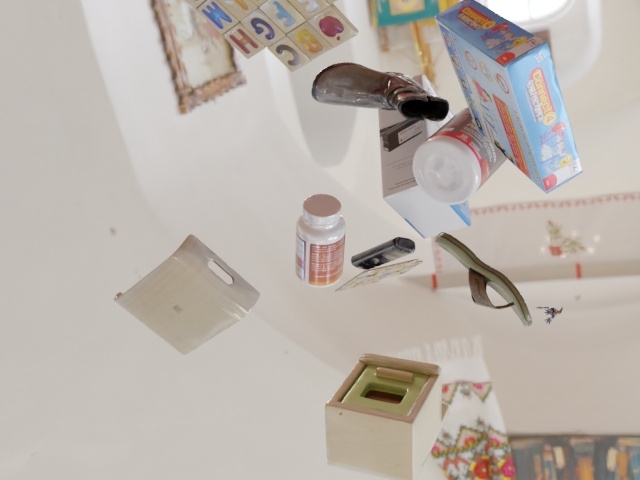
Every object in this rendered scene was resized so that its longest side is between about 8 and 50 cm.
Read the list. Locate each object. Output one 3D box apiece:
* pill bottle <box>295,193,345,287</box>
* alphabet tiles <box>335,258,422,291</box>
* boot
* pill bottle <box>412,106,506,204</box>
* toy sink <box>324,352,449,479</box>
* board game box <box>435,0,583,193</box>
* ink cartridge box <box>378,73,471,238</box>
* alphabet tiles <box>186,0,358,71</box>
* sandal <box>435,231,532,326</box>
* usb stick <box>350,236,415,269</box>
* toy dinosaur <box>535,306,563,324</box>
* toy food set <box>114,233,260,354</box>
[{"bbox_3d":[0.000,0.000,1.782,0.121,0.216,0.121,2,-140,-2],"label":"pill bottle"},{"bbox_3d":[0.184,0.103,2.229,0.237,0.009,0.198,-11,165,-28],"label":"alphabet tiles"},{"bbox_3d":[0.165,-0.392,1.982,0.338,0.118,0.223,-8,-149,-25],"label":"boot"},{"bbox_3d":[0.379,-0.235,1.868,0.176,0.176,0.318,4,-149,38],"label":"pill bottle"},{"bbox_3d":[0.123,0.283,1.269,0.152,0.131,0.234,7,-158,24],"label":"toy sink"},{"bbox_3d":[0.371,-0.293,1.470,0.086,0.308,0.302,-30,-143,1],"label":"board game box"},{"bbox_3d":[0.309,-0.249,2.218,0.166,0.285,0.395,-17,-123,27],"label":"ink cartridge box"},{"bbox_3d":[-0.113,-0.384,1.048,0.285,0.342,0.011,-13,-137,52],"label":"alphabet tiles"},{"bbox_3d":[0.370,0.100,1.717,0.086,0.120,0.303,-46,-117,-2],"label":"sandal"},{"bbox_3d":[0.176,0.039,2.122,0.077,0.045,0.278,17,161,-21],"label":"usb stick"},{"bbox_3d":[0.581,0.183,1.838,0.090,0.047,0.082,-16,180,42],"label":"toy dinosaur"},{"bbox_3d":[-0.319,0.133,1.746,0.306,0.219,0.092,-34,-158,35],"label":"toy food set"}]
